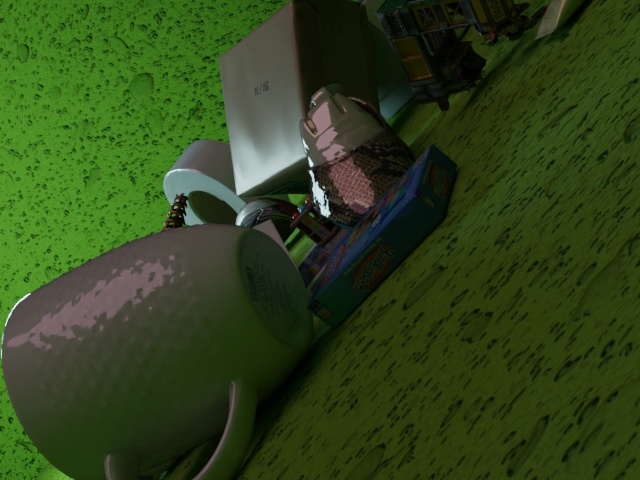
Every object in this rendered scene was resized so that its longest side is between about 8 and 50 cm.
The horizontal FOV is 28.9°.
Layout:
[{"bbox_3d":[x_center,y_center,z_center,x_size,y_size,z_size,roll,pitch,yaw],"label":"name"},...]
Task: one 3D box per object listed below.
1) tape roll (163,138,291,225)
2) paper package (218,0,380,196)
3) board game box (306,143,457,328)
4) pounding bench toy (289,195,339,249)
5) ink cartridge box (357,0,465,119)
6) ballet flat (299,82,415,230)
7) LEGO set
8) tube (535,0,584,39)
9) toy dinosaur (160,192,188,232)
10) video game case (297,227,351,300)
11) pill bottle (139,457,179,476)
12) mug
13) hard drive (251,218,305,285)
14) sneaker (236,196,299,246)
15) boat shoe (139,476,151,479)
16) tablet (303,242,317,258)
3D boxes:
[{"bbox_3d":[-0.205,-0.092,2.758,0.100,0.286,0.286,-54,8,-28],"label":"tape roll"},{"bbox_3d":[-0.040,-0.259,2.349,0.325,0.168,0.309,-22,73,58],"label":"paper package"},{"bbox_3d":[0.077,-0.006,1.533,0.210,0.047,0.160,-47,9,29],"label":"board game box"},{"bbox_3d":[-0.001,-0.043,1.927,0.052,0.065,0.083,-43,11,44],"label":"pounding bench toy"},{"bbox_3d":[0.162,-0.425,2.476,0.270,0.197,0.198,-57,9,-33],"label":"ink cartridge box"},{"bbox_3d":[0.040,-0.141,1.841,0.164,0.182,0.483,-27,11,7],"label":"ballet flat"},{"bbox_3d":[0.247,-0.332,1.824,0.255,0.192,0.331,-10,34,31],"label":"LEGO set"},{"bbox_3d":[0.353,-0.362,1.597,0.240,0.062,0.070,-56,-36,-1],"label":"tube"},{"bbox_3d":[-0.219,0.092,2.139,0.164,0.218,0.322,-89,-6,-55],"label":"toy dinosaur"},{"bbox_3d":[0.005,0.032,1.891,0.193,0.023,0.212,-51,8,-1],"label":"video game case"},{"bbox_3d":[-0.241,0.200,1.939,0.181,0.181,0.323,-45,10,40],"label":"pill bottle"},{"bbox_3d":[-0.182,0.164,1.540,0.328,0.276,0.374,-26,49,23],"label":"mug"},{"bbox_3d":[-0.188,0.082,1.861,0.307,0.040,0.203,-26,27,-3],"label":"hard drive"},{"bbox_3d":[-0.134,0.024,2.497,0.299,0.121,0.112,-48,33,39],"label":"sneaker"},{"bbox_3d":[-0.317,0.377,1.955,0.084,0.095,0.258,-53,-4,15],"label":"boat shoe"},{"bbox_3d":[0.000,0.000,2.139,0.083,0.006,0.054,-52,8,-2],"label":"tablet"}]
